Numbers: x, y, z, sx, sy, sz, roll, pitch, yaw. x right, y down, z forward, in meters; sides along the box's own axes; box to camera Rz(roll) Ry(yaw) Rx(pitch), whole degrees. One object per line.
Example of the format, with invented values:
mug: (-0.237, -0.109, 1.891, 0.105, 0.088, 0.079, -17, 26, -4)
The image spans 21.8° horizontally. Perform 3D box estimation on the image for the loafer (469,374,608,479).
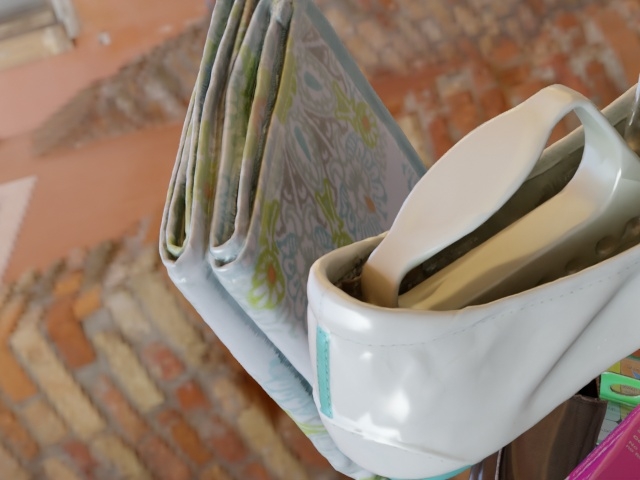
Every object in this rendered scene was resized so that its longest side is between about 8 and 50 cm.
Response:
loafer: (0.154, 0.129, 1.142, 0.078, 0.080, 0.220, 122, 159, -52)

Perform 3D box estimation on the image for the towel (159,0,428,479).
towel: (0.000, 0.000, 1.408, 0.374, 0.090, 0.321, 52, -144, -42)

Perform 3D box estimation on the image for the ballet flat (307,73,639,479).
ballet flat: (0.160, -0.036, 0.799, 0.139, 0.400, 0.139, 51, 165, 19)

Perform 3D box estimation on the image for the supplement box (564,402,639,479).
supplement box: (0.178, 0.181, 0.942, 0.114, 0.111, 0.220, 44, -154, 10)

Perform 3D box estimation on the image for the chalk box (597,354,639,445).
chalk box: (0.275, 0.192, 1.667, 0.132, 0.132, 0.213, -79, 8, -45)
